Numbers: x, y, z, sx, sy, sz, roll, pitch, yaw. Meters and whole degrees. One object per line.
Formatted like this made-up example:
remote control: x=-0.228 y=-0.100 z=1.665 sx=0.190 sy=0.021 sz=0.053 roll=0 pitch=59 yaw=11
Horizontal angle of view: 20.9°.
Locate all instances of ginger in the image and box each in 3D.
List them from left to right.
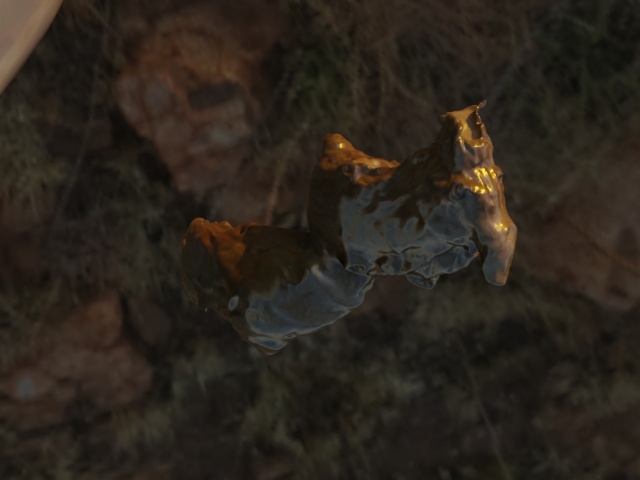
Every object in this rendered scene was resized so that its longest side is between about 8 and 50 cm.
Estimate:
ginger: x=0.002 y=-0.001 z=1.100 sx=0.290 sy=0.122 sz=0.084 roll=-20 pitch=-178 yaw=43

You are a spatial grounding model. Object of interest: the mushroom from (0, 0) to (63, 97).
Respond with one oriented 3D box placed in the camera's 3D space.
mushroom: x=-0.272 y=-0.252 z=0.789 sx=0.397 sy=0.224 sz=0.314 roll=29 pitch=96 yaw=7
